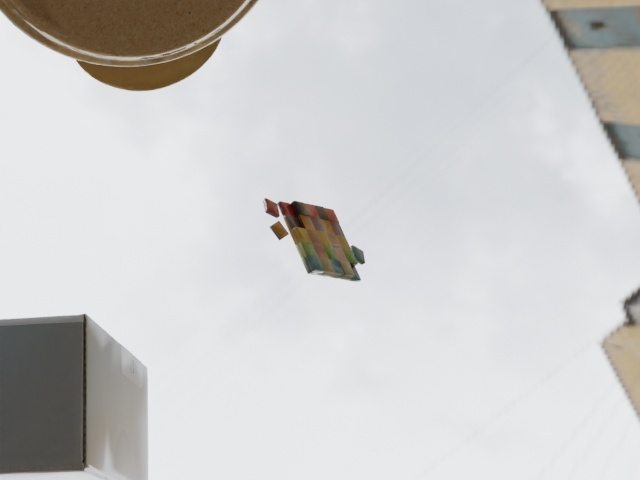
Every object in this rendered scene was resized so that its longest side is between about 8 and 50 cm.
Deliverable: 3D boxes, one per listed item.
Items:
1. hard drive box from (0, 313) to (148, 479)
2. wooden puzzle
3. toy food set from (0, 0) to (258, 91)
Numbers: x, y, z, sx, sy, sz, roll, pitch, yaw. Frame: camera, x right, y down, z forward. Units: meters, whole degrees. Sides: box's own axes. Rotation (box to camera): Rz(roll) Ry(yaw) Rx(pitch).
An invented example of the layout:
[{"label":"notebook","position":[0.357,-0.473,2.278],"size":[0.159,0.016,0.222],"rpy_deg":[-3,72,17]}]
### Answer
[{"label":"hard drive box","position":[-0.233,0.110,0.861],"size":[0.232,0.181,0.089],"rpy_deg":[-3,-105,3]},{"label":"wooden puzzle","position":[0.000,0.000,0.833],"size":[0.083,0.006,0.049],"rpy_deg":[10,-131,-53]},{"label":"toy food set","position":[-0.045,-0.081,0.348],"size":[0.083,0.020,0.082],"rpy_deg":[36,-76,-27]}]
